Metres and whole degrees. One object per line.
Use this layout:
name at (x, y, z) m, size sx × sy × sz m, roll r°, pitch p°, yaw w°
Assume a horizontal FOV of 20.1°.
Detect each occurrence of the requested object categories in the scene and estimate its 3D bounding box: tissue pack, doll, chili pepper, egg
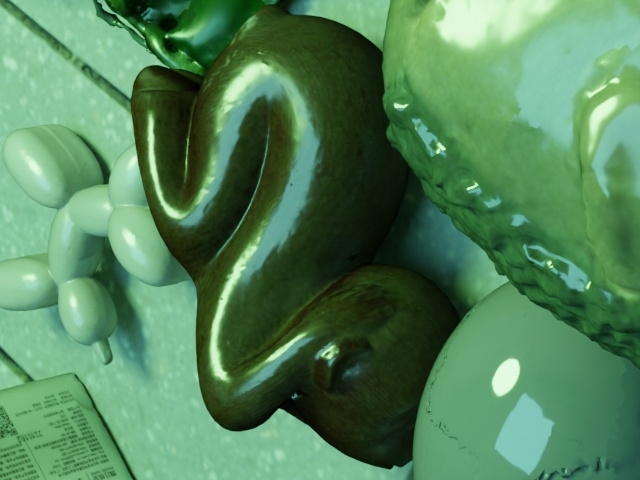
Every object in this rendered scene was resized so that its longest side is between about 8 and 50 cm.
tissue pack at (-0.213, 0.162, 1.165) m, size 0.099 × 0.149 × 0.106 m, roll -45°, pitch 68°, yaw 37°
doll at (0.190, -0.033, 0.728) m, size 0.349 × 0.247 × 0.247 m, roll 49°, pitch 126°, yaw 8°
chili pepper at (-0.050, -0.167, 1.030) m, size 0.108 × 0.062 × 0.216 m, roll 43°, pitch 126°, yaw -17°
egg at (0.117, 0.106, 0.871) m, size 0.146 × 0.146 × 0.198 m, roll 20°, pitch 117°, yaw 37°
doll at (-0.140, -0.006, 1.133) m, size 0.160 × 0.059 × 0.161 m, roll 26°, pitch 113°, yaw 35°

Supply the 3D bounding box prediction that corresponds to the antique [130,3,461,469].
antique at (0.000, 0.000, 0.979) m, size 0.143 × 0.121 × 0.257 m, roll -23°, pitch 75°, yaw 28°
